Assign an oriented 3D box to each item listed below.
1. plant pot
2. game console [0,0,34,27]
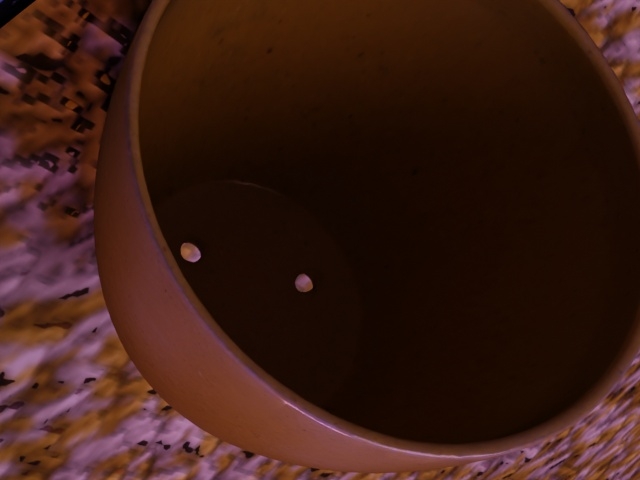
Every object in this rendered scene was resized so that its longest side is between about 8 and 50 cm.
[{"bbox_3d":[0.000,0.000,0.468,0.134,0.134,0.095,-29,174,-34],"label":"plant pot"},{"bbox_3d":[-0.099,0.004,0.301,0.144,0.124,0.085,-34,136,26],"label":"game console"}]
